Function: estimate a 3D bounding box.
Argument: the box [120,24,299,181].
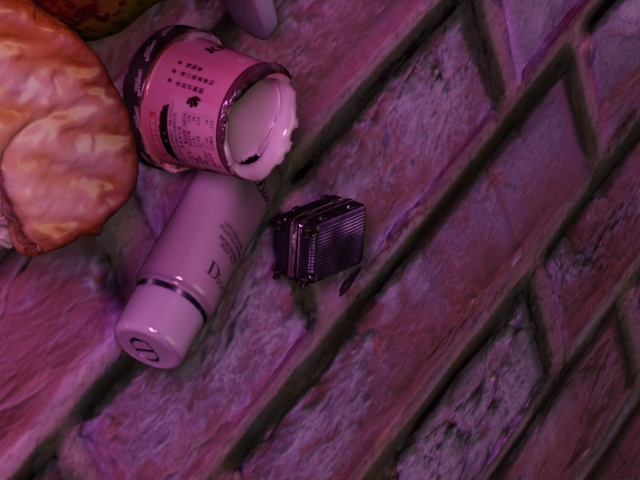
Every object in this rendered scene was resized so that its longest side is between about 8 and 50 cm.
[{"bbox_3d":[-0.107,-0.132,1.955,0.151,0.135,0.151,-26,125,-45],"label":"box"}]

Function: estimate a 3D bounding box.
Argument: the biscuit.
[{"bbox_3d":[-0.253,-0.114,1.644,0.154,0.045,0.299,-41,134,-13],"label":"biscuit"}]

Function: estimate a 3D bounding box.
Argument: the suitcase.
[{"bbox_3d":[0.000,0.000,2.226,0.126,0.059,0.086,-22,124,-48],"label":"suitcase"}]

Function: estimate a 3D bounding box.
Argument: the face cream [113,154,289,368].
[{"bbox_3d":[-0.119,-0.009,2.052,0.314,0.089,0.143,-65,147,-30],"label":"face cream"}]

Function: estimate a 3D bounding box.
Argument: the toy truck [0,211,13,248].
[{"bbox_3d":[-0.268,-0.079,1.768,0.191,0.116,0.085,-57,144,-20],"label":"toy truck"}]

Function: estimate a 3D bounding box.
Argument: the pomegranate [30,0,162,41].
[{"bbox_3d":[-0.228,-0.295,1.686,0.248,0.214,0.214,49,59,-15],"label":"pomegranate"}]

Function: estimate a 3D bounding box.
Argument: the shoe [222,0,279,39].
[{"bbox_3d":[-0.069,-0.299,1.977,0.078,0.079,0.195,-38,129,-21],"label":"shoe"}]
